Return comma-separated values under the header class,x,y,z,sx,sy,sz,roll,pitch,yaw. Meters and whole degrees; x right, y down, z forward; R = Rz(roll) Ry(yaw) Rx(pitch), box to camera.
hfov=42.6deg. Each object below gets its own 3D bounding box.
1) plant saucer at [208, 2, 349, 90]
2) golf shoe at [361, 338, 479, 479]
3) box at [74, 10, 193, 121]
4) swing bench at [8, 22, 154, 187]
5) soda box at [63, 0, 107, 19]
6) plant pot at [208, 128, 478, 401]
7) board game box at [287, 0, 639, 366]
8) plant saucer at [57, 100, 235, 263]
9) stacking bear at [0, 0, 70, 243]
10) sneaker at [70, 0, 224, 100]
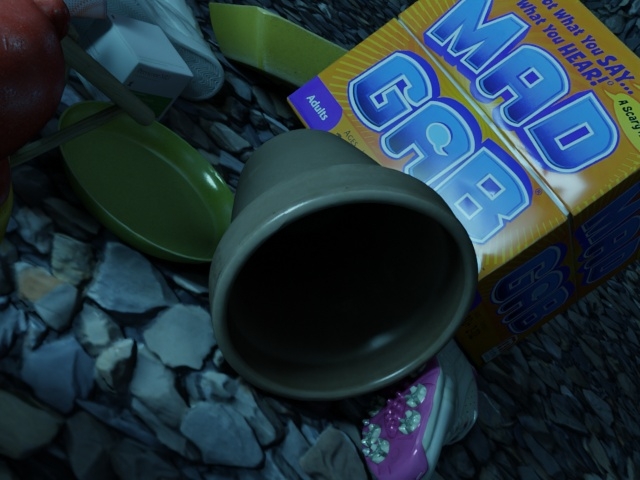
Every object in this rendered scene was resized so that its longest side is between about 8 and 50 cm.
class,x,y,z,sx,sy,sz,roll,pitch,yaw
plant saucer,-0.016,-0.283,1.359,0.332,0.081,0.333,22,8,-25
golf shoe,0.130,0.186,0.928,0.140,0.115,0.306,43,25,-10
box,-0.238,-0.218,1.037,0.101,0.087,0.102,1,48,-57
swing bench,-0.298,-0.228,0.726,0.253,0.165,0.255,56,-13,27
soda box,-0.340,-0.299,0.946,0.183,0.063,0.058,-2,42,-18
plant pot,0.000,0.000,0.865,0.263,0.263,0.229,27,23,-32
board game box,0.237,-0.099,1.126,0.356,0.356,0.356,56,4,26
plant saucer,-0.191,-0.058,0.913,0.241,0.037,0.241,34,26,-20
stacking bear,-0.252,-0.034,0.468,0.164,0.289,0.175,49,24,12
sneaker,-0.271,-0.322,1.151,0.292,0.108,0.169,34,22,-44
